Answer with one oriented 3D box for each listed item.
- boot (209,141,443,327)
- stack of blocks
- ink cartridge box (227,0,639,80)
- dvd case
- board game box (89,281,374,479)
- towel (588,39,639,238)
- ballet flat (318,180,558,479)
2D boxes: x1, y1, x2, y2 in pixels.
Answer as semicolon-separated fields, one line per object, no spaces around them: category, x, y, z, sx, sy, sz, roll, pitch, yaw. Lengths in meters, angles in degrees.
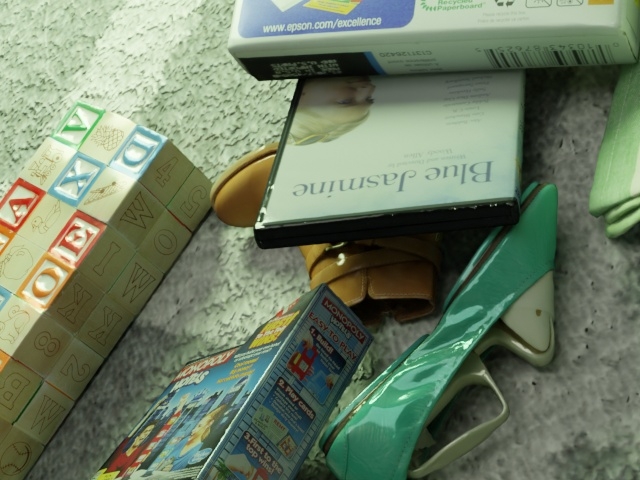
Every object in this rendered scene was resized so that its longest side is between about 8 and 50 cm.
boot;0.000;0.000;1.036;0.197;0.073;0.152;-15;57;25
stack of blocks;-0.240;0.032;1.147;0.171;0.087;0.297;25;76;40
ink cartridge box;0.096;-0.275;1.058;0.303;0.072;0.307;0;68;24
dvd case;0.059;-0.084;1.007;0.180;0.022;0.253;-5;36;14
board game box;-0.057;0.122;0.956;0.194;0.060;0.194;-50;16;-32
towel;0.301;-0.142;0.864;0.325;0.038;0.248;-25;42;59
ballet flat;0.105;0.076;0.928;0.087;0.083;0.247;38;83;17
